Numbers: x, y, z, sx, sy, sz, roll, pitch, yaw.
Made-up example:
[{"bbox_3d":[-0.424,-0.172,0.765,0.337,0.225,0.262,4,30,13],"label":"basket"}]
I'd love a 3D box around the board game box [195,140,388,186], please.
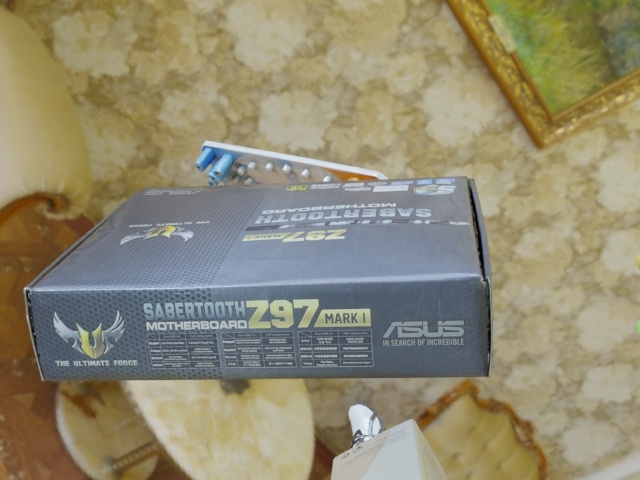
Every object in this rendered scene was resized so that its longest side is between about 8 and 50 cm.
[{"bbox_3d":[0.000,0.000,1.535,0.050,0.390,0.390,-57,140,-26],"label":"board game box"}]

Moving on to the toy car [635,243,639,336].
[{"bbox_3d":[0.622,0.124,1.573,0.239,0.053,0.225,-112,-161,-49],"label":"toy car"}]

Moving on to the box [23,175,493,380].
[{"bbox_3d":[-0.022,0.015,0.502,0.183,0.233,0.059,-69,156,-68],"label":"box"}]

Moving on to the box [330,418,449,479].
[{"bbox_3d":[0.090,0.327,0.948,0.148,0.121,0.311,62,6,-3],"label":"box"}]

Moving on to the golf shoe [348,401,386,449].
[{"bbox_3d":[0.085,0.400,1.665,0.094,0.077,0.198,-3,48,-29],"label":"golf shoe"}]
